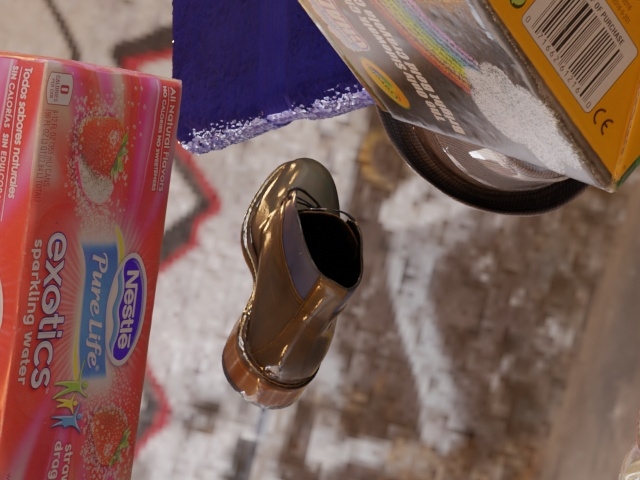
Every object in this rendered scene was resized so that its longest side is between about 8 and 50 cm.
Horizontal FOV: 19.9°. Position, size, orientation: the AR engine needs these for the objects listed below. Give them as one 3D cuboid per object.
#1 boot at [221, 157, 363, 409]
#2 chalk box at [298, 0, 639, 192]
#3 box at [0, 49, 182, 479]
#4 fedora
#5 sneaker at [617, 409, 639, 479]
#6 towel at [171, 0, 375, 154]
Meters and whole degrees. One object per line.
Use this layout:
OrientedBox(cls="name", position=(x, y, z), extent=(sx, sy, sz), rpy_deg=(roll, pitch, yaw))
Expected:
OrientedBox(cls="boot", position=(0.000, 0.000, 1.174), extent=(0.106, 0.082, 0.219), rpy_deg=(-53, 20, 39))
OrientedBox(cls="chalk box", position=(0.093, -0.176, 1.053), extent=(0.179, 0.180, 0.289), rpy_deg=(-47, 34, -11))
OrientedBox(cls="box", position=(-0.200, 0.032, 1.154), extent=(0.154, 0.142, 0.300), rpy_deg=(2, -83, -62))
OrientedBox(cls="fedora", position=(0.169, -0.155, 1.523), extent=(0.124, 0.243, 0.275), rpy_deg=(-171, 75, -75))
OrientedBox(cls="sneaker", position=(0.154, 0.100, 0.639), extent=(0.103, 0.111, 0.252), rpy_deg=(-38, -25, -55))
OrientedBox(cls="towel", position=(-0.022, -0.202, 1.562), extent=(0.308, 0.076, 0.228), rpy_deg=(-12, 74, 53))
